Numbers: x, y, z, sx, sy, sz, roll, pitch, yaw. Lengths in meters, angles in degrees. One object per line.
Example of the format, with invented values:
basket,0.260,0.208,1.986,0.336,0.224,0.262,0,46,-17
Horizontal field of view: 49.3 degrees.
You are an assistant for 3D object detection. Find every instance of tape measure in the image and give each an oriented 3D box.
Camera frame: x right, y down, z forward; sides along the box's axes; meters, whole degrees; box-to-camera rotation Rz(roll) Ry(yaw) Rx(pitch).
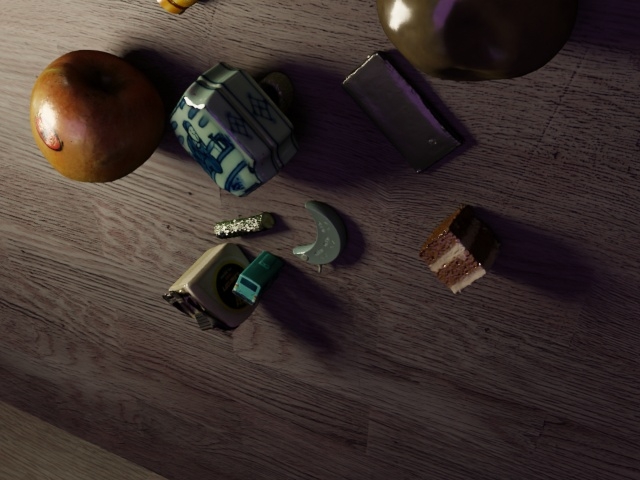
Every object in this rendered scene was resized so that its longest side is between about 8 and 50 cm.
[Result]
tape measure,-0.300,0.165,2.012,0.132,0.271,0.232,-18,111,39

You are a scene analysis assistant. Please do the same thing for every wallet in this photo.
wallet,0.177,-0.283,1.555,0.285,0.030,0.146,46,137,-9

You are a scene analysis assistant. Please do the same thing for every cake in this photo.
cake,0.328,0.022,1.621,0.147,0.135,0.134,43,135,1

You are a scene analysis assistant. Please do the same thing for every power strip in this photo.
power strip,0.000,0.000,1.865,0.137,0.044,0.216,25,132,12

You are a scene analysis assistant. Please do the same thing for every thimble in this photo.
thimble,-0.111,-0.341,1.658,0.084,0.062,0.110,13,129,21

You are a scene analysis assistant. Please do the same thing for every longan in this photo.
longan,0.273,-0.420,1.238,0.349,0.288,0.289,12,129,9

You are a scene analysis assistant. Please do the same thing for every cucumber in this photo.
cucumber,-0.212,-0.041,1.956,0.187,0.058,0.058,-9,118,34

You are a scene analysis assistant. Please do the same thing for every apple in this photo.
apple,-0.578,-0.304,1.781,0.338,0.338,0.305,35,132,3

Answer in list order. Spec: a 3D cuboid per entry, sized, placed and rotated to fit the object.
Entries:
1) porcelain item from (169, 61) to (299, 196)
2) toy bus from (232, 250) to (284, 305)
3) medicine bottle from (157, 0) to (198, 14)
porcelain item,-0.212,-0.253,1.667,0.286,0.157,0.281,48,154,-11
toy bus,-0.172,0.100,1.969,0.079,0.160,0.092,32,125,7
medicine bottle,-0.279,-0.588,1.549,0.191,0.096,0.096,-21,111,39
